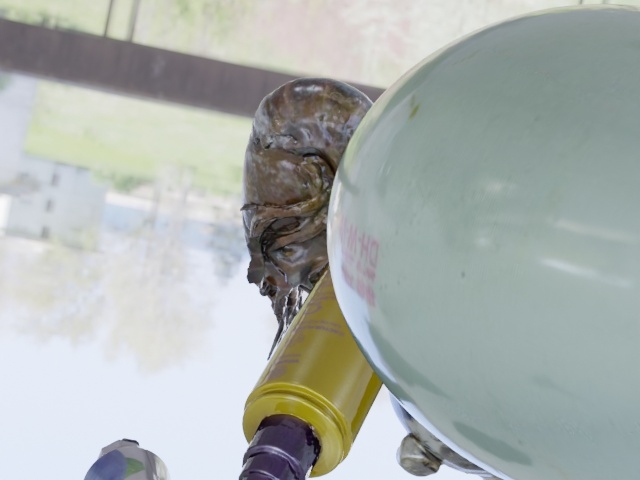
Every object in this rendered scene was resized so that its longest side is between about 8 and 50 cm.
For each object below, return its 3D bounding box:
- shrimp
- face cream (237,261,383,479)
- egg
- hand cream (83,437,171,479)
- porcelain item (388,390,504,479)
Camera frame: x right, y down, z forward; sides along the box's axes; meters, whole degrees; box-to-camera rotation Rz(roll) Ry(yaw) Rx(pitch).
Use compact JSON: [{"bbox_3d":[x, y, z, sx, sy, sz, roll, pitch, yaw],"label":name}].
[{"bbox_3d":[-0.005,-0.005,1.295,0.145,0.343,0.116,7,-138,-2],"label":"shrimp"},{"bbox_3d":[0.000,0.099,0.966,0.078,0.078,0.273,10,-144,16],"label":"face cream"},{"bbox_3d":[0.145,0.010,0.635,0.230,0.230,0.371,12,-177,-32],"label":"egg"},{"bbox_3d":[-0.107,0.163,0.802,0.053,0.084,0.142,9,-157,-17],"label":"hand cream"},{"bbox_3d":[0.164,0.125,1.148,0.138,0.186,0.288,-12,145,30],"label":"porcelain item"}]
